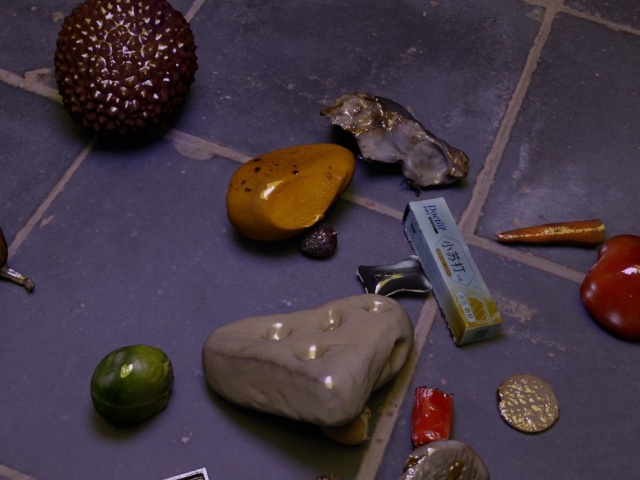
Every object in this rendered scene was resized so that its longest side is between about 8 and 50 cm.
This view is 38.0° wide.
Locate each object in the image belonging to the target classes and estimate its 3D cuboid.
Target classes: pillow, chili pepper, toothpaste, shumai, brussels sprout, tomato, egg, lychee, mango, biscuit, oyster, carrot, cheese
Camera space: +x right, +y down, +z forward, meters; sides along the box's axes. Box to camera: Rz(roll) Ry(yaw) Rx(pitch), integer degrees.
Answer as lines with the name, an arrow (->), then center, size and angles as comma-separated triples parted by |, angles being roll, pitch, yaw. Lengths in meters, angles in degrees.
pillow -> 0.142, 0.075, 1.816 | 0.135, 0.055, 0.091 | -9, 24, -15
chili pepper -> 0.192, 0.323, 1.632 | 0.073, 0.070, 0.123 | 40, 43, -30
toothpaste -> 0.254, 0.055, 1.831 | 0.089, 0.071, 0.313 | -10, 55, -16
shumai -> 0.185, 0.411, 1.538 | 0.201, 0.120, 0.201 | -2, 94, -26
brussels sprout -> -0.326, 0.242, 1.602 | 0.117, 0.155, 0.155 | 27, 57, 15
tomato -> 0.630, 0.073, 1.804 | 0.200, 0.140, 0.233 | 28, 56, 7
egg -> 0.041, 0.314, 1.617 | 0.096, 0.080, 0.080 | 6, 54, 6
lychee -> -0.407, -0.372, 1.944 | 0.306, 0.306, 0.330 | -2, 58, -6
mango -> -0.061, -0.107, 1.853 | 0.290, 0.160, 0.191 | -28, 24, -20
biscuit -> 0.379, 0.297, 1.697 | 0.120, 0.015, 0.120 | 3, 54, -4
oyster -> 0.158, -0.208, 1.965 | 0.337, 0.133, 0.198 | 31, 30, 0
carrot -> 0.467, -0.010, 1.910 | 0.224, 0.057, 0.057 | -4, 55, -2
lychee -> 0.000, 0.000, 1.847 | 0.083, 0.067, 0.068 | -13, 10, 7
cheese -> -0.028, 0.191, 1.663 | 0.328, 0.130, 0.351 | 6, 24, 26

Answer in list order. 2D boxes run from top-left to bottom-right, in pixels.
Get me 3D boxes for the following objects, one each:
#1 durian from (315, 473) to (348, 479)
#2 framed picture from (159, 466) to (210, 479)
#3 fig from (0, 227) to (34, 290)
durian -> 0.026, 0.446, 1.529 | 0.110, 0.071, 0.140 | -9, 61, -11
framed picture -> -0.289, 0.491, 1.501 | 0.265, 0.018, 0.192 | -13, 56, -14
fig -> -0.656, 0.011, 1.748 | 0.202, 0.148, 0.149 | 12, 79, -44
